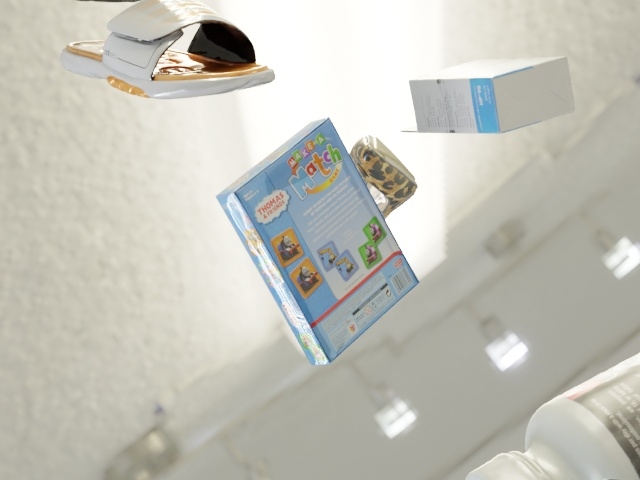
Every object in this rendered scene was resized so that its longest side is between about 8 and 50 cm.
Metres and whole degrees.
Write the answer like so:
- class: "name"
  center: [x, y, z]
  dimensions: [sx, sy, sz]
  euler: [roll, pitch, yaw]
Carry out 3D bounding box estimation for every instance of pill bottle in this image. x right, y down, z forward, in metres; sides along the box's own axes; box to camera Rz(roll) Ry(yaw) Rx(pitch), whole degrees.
- class: "pill bottle"
  center: [0.296, 0.195, 1.787]
  dimensions: [0.318, 0.176, 0.176]
  euler: [-26, -25, -17]

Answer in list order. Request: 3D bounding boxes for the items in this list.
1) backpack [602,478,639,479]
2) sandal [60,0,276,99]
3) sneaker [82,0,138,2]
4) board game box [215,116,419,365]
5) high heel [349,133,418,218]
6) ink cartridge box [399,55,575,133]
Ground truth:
- class: "backpack"
  center: [0.242, 0.267, 1.368]
  dimensions: [0.144, 0.166, 0.188]
  euler: [-17, -42, 36]
- class: "sandal"
  center: [-0.141, -0.167, 1.640]
  dimensions: [0.102, 0.265, 0.076]
  euler: [-12, -73, -35]
- class: "sneaker"
  center: [-0.183, -0.274, 1.727]
  dimensions: [0.130, 0.087, 0.227]
  euler: [3, -24, -35]
- class: "board game box"
  center: [0.000, 0.000, 2.095]
  dimensions: [0.039, 0.211, 0.160]
  euler: [-9, 25, 50]
- class: "high heel"
  center: [0.034, -0.041, 2.580]
  dimensions: [0.186, 0.093, 0.261]
  euler: [-42, -13, 1]
- class: "ink cartridge box"
  center: [0.165, -0.151, 2.067]
  dimensions: [0.104, 0.060, 0.180]
  euler: [-18, 13, -31]
